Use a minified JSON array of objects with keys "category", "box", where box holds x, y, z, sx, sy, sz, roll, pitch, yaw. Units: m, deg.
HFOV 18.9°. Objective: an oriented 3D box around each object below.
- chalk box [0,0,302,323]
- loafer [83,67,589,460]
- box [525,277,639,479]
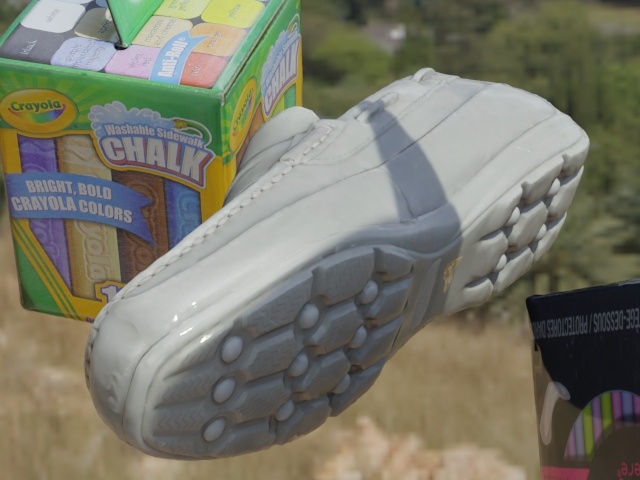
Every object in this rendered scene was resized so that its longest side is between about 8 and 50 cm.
[{"category":"chalk box","box":[-0.087,-0.071,1.024,0.132,0.213,0.132,11,39,14]},{"category":"loafer","box":[0.000,0.000,0.843,0.111,0.112,0.319,31,32,23]},{"category":"box","box":[0.177,0.144,0.688,0.143,0.270,0.165,-3,-5,-17]}]
